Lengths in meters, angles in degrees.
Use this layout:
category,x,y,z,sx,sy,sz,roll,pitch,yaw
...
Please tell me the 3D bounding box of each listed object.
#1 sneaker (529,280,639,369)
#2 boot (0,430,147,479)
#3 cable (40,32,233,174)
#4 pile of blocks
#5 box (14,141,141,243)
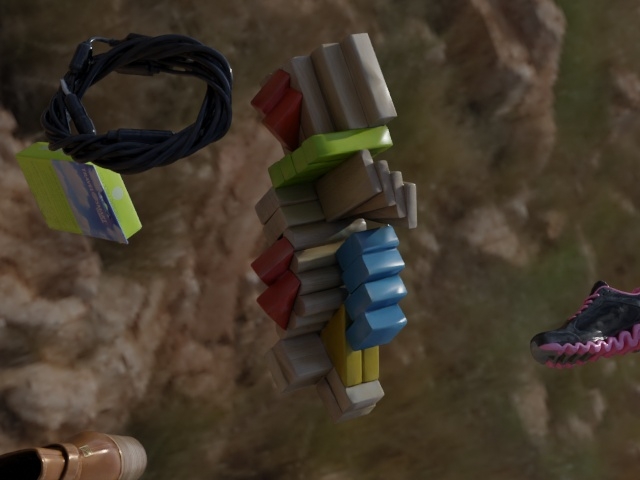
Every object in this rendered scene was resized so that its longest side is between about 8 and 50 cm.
category,x,y,z,sx,sy,sz,roll,pitch,yaw
sneaker,0.205,0.060,1.093,0.119,0.047,0.057,-10,72,-21
boot,-0.350,0.318,1.693,0.109,0.283,0.220,62,18,16
cable,-0.164,-0.124,1.320,0.150,0.184,0.047,-58,152,-29
pile of blocks,0.000,0.000,1.325,0.112,0.149,0.362,-12,102,-34
box,-0.279,-0.058,1.716,0.042,0.178,0.109,-37,118,-31
